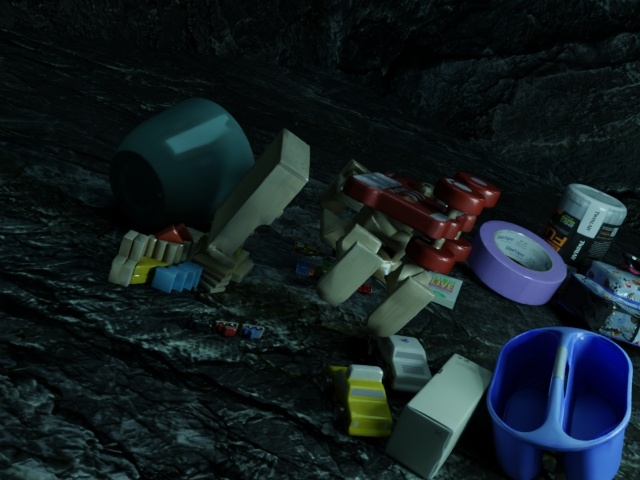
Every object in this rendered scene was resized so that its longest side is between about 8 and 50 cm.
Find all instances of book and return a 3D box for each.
[{"bbox_3d":[0.311,0.128,2.043,0.096,0.035,0.144,21,22,10],"label":"book"}]

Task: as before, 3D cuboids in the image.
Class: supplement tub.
[{"bbox_3d":[0.771,0.003,2.373,0.194,0.316,0.193,18,21,-7],"label":"supplement tub"}]

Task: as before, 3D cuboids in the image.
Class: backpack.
[{"bbox_3d":[0.823,0.189,2.151,0.263,0.213,0.276,26,16,-16],"label":"backpack"}]

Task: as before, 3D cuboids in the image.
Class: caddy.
[{"bbox_3d":[0.436,0.285,1.425,0.241,0.179,0.341,2,30,22],"label":"caddy"}]

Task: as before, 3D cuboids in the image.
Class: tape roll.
[{"bbox_3d":[0.561,0.061,2.248,0.275,0.090,0.274,17,32,-11],"label":"tape roll"}]

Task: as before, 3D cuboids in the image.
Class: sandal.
[{"bbox_3d":[0.854,0.074,2.145,0.067,0.040,0.179,33,-2,28],"label":"sandal"}]

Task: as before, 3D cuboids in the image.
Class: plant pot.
[{"bbox_3d":[-0.334,-0.155,1.791,0.293,0.293,0.235,30,38,23],"label":"plant pot"}]

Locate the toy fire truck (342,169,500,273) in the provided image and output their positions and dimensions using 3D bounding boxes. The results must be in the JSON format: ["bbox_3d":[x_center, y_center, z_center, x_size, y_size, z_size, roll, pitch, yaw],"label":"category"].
[{"bbox_3d":[0.204,-0.076,1.596,0.254,0.169,0.302,30,20,17],"label":"toy fire truck"}]

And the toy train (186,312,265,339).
[{"bbox_3d":[-0.178,0.165,1.493,0.158,0.027,0.036,10,27,-25],"label":"toy train"}]

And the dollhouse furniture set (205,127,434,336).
[{"bbox_3d":[0.000,0.000,1.642,0.394,0.256,0.362,34,26,-19],"label":"dollhouse furniture set"}]

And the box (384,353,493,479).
[{"bbox_3d":[0.221,0.308,1.408,0.094,0.113,0.275,28,21,20],"label":"box"}]

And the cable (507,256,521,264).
[{"bbox_3d":[0.551,0.062,2.358,0.139,0.072,0.287,29,22,8],"label":"cable"}]

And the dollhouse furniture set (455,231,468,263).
[{"bbox_3d":[0.366,-0.014,2.300,0.144,0.123,0.151,33,24,29],"label":"dollhouse furniture set"}]

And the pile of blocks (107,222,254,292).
[{"bbox_3d":[-0.266,0.027,1.626,0.149,0.112,0.362,35,25,31],"label":"pile of blocks"}]

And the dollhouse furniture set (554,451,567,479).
[{"bbox_3d":[0.453,0.429,1.474,0.081,0.091,0.114,56,39,-21],"label":"dollhouse furniture set"}]

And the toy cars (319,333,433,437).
[{"bbox_3d":[0.117,0.243,1.478,0.177,0.087,0.394,23,20,21],"label":"toy cars"}]

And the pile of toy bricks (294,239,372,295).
[{"bbox_3d":[0.037,0.073,1.848,0.212,0.118,0.105,12,-14,4],"label":"pile of toy bricks"}]
